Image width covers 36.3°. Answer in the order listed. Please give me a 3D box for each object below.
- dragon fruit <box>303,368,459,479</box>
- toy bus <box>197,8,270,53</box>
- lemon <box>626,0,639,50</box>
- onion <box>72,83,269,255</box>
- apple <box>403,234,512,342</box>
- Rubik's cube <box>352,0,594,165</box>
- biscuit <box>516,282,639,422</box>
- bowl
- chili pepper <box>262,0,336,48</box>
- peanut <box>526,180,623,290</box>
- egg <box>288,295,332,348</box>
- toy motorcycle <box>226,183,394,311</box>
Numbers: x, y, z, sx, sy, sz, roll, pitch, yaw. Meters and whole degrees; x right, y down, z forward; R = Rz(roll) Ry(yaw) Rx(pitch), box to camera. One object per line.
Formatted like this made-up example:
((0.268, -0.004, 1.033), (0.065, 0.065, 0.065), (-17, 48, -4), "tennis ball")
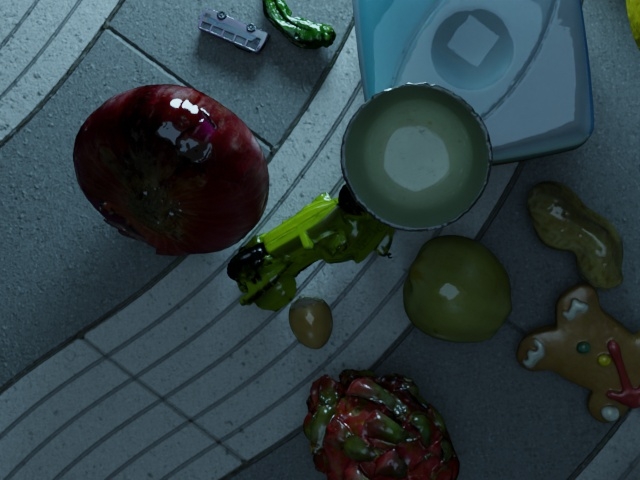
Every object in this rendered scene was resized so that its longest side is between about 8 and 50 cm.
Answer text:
((0.100, 0.352, 1.688), (0.231, 0.237, 0.302), (-33, 68, -6), "dragon fruit")
((-0.160, -0.386, 1.800), (0.131, 0.037, 0.052), (24, 94, 5), "toy bus")
((0.639, -0.404, 1.637), (0.245, 0.245, 0.319), (-11, 99, 4), "lemon")
((-0.246, -0.142, 1.707), (0.348, 0.285, 0.347), (12, 135, 12), "onion")
((0.234, 0.087, 1.700), (0.200, 0.200, 0.200), (0, 90, 4), "apple")
((0.242, -0.292, 1.610), (0.352, 0.347, 0.351), (-6, 92, 7), "Rubik's cube")
((0.534, 0.223, 1.721), (0.340, 0.047, 0.216), (36, 105, -3), "biscuit")
((0.139, -0.121, 1.406), (0.212, 0.112, 0.211), (1, 97, 8), "bowl")
((-0.052, -0.410, 1.787), (0.182, 0.050, 0.073), (46, 100, 6), "chili pepper")
((0.455, -0.011, 1.726), (0.229, 0.103, 0.098), (44, 52, 3), "peanut")
((-0.016, 0.149, 1.771), (0.080, 0.080, 0.096), (-14, 107, 4), "egg")
((-0.001, -0.002, 1.725), (0.342, 0.206, 0.142), (-32, 51, 18), "toy motorcycle")
